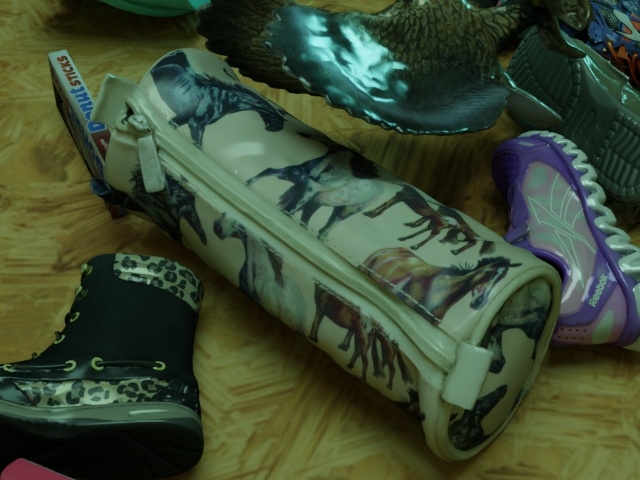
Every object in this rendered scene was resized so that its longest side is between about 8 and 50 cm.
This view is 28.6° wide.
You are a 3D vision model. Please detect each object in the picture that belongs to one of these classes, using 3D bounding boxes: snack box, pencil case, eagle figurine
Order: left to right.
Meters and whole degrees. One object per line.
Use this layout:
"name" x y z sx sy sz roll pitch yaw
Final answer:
"snack box" -0.213 -0.101 1.155 0.022 0.064 0.178 -17 47 -18
"pencil case" 0.000 0.000 0.976 0.410 0.160 0.183 35 22 31
"eagle figurine" 0.070 -0.172 1.059 0.298 0.226 0.225 -28 70 -16

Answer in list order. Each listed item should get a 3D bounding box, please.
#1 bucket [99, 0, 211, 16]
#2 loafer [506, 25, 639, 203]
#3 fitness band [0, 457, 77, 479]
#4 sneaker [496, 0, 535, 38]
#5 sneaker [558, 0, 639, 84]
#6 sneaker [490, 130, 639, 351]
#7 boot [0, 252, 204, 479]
"bucket" -0.184 -0.367 1.288 0.183 0.281 0.281 14 46 13
"loafer" 0.256 -0.111 1.161 0.087 0.094 0.251 14 32 -36
"fitness band" -0.211 0.228 0.768 0.291 0.054 0.209 12 33 40
"sneaker" 0.124 -0.298 1.327 0.125 0.104 0.262 -22 48 -18
"sneaker" 0.307 -0.185 1.239 0.087 0.083 0.221 -27 43 -7
"sneaker" 0.184 -0.001 1.026 0.104 0.095 0.236 -11 46 -14
"boot" -0.201 0.091 0.951 0.236 0.085 0.178 3 42 -3
